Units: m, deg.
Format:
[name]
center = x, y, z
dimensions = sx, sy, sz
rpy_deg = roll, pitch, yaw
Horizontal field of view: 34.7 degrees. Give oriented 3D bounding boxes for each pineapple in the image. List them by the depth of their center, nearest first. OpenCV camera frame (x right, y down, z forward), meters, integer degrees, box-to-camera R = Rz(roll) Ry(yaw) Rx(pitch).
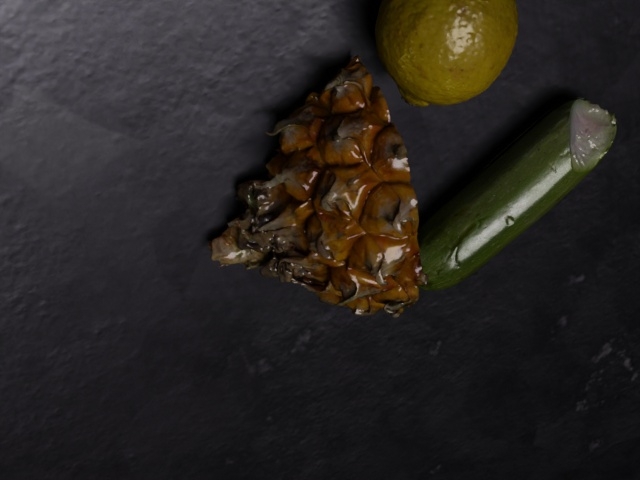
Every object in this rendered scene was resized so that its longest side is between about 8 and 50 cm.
[pineapple]
center = 0.000, -0.005, 0.831
dimensions = 0.164, 0.140, 0.250
rpy_deg = -10, 128, -19

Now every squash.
[squash]
center = 0.172, -0.040, 0.933
dimensions = 0.239, 0.069, 0.069
rpy_deg = -42, 129, 5

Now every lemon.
[lemon]
center = 0.096, -0.162, 0.789
dimensions = 0.109, 0.109, 0.133
rpy_deg = 11, 121, -32
